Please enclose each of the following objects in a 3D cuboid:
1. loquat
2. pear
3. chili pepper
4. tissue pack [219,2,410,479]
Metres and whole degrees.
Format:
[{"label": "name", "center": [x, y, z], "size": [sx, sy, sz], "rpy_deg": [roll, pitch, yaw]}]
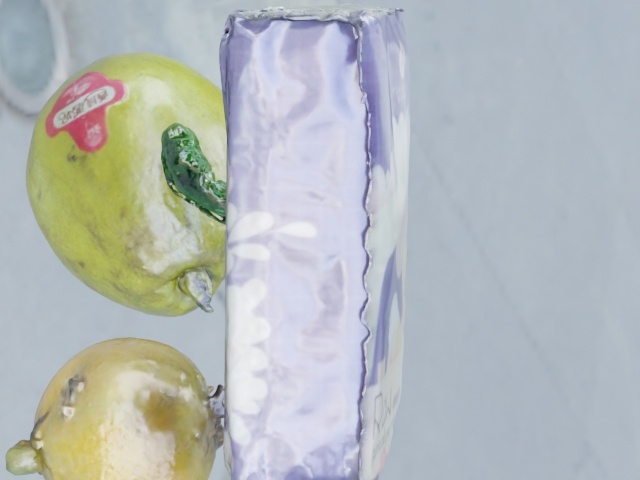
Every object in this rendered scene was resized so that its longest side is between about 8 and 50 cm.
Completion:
[{"label": "loquat", "center": [-0.179, 0.174, 1.629], "size": [0.149, 0.205, 0.172], "rpy_deg": [-171, -108, -78]}, {"label": "pear", "center": [-0.206, -0.054, 2.226], "size": [0.287, 0.287, 0.375], "rpy_deg": [42, 16, -55]}, {"label": "chili pepper", "center": [-0.115, -0.064, 2.009], "size": [0.073, 0.182, 0.050], "rpy_deg": [-57, 151, -4]}, {"label": "tissue pack", "center": [0.000, 0.000, 1.341], "size": [0.242, 0.125, 0.343], "rpy_deg": [-52, 142, -79]}]
